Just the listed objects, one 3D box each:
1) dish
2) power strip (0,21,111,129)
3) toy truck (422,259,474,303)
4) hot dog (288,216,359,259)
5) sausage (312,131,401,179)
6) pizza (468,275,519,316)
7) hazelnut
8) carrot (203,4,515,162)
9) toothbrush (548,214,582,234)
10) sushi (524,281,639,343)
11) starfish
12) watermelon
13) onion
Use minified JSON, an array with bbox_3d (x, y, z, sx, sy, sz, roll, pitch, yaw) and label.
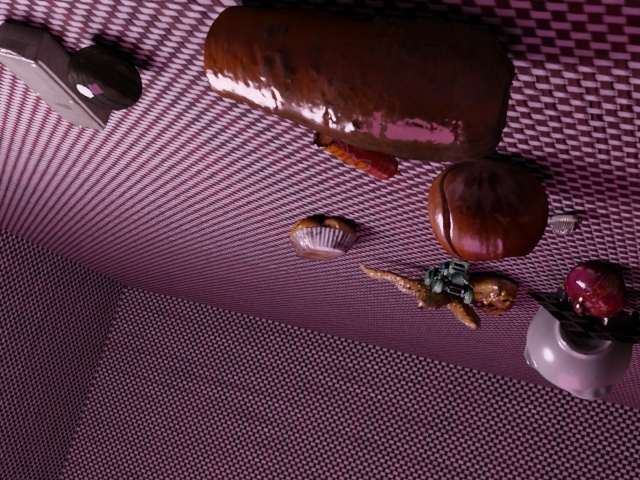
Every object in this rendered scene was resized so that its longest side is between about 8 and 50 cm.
[{"bbox_3d":[0.508,0.179,1.664,0.246,0.224,0.078,-14,150,-5],"label":"dish"},{"bbox_3d":[-0.376,-0.229,1.259,0.078,0.052,0.272,14,167,12],"label":"power strip"},{"bbox_3d":[0.259,0.070,1.757,0.080,0.077,0.154,18,-175,-3],"label":"toy truck"},{"bbox_3d":[0.000,0.000,1.776,0.131,0.069,0.253,8,172,-6],"label":"hot dog"},{"bbox_3d":[0.057,-0.117,1.206,0.145,0.048,0.050,24,128,-38],"label":"sausage"},{"bbox_3d":[0.351,0.117,1.848,0.127,0.058,0.246,16,170,-3],"label":"pizza"},{"bbox_3d":[0.218,-0.043,1.152,0.154,0.143,0.143,3,164,23],"label":"hazelnut"},{"bbox_3d":[0.035,-0.154,0.861,0.302,0.138,0.139,12,167,23],"label":"carrot"},{"bbox_3d":[0.298,-0.024,1.363,0.026,0.028,0.294,23,172,-23],"label":"toothbrush"},{"bbox_3d":[0.497,0.116,1.574,0.192,0.050,0.215,8,-163,-14],"label":"sushi"},{"bbox_3d":[0.237,0.116,1.858,0.299,0.060,0.302,26,-177,-11],"label":"starfish"},{"bbox_3d":[-0.280,-0.210,1.158,0.078,0.078,0.111,7,166,38],"label":"watermelon"},{"bbox_3d":[0.458,0.085,1.476,0.107,0.097,0.107,35,165,11],"label":"onion"}]
